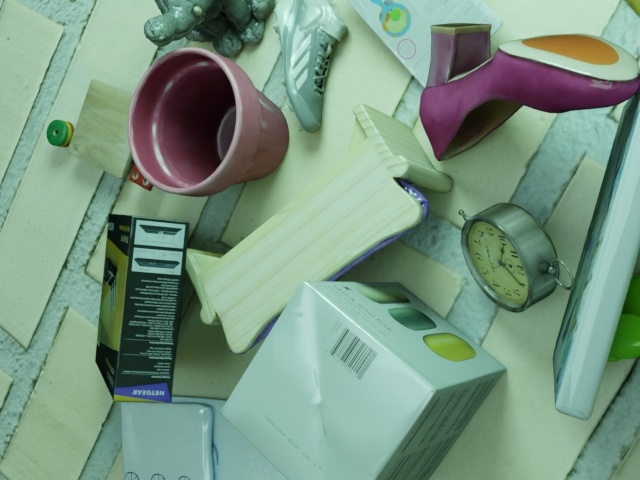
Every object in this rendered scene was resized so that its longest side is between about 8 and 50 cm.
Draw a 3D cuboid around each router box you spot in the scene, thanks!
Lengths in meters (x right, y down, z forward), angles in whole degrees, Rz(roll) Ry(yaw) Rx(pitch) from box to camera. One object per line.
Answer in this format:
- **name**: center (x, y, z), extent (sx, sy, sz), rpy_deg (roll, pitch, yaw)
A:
- **router box**: center (-0.267, 0.085, 1.228), extent (0.309, 0.081, 0.243), rpy_deg (-175, 91, -70)

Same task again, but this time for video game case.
- **video game case**: center (0.304, -0.001, 0.891), extent (0.036, 0.300, 0.329), rpy_deg (15, 95, 14)

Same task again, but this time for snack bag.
- **snack bag**: center (-0.166, 0.401, 1.282), extent (0.342, 0.037, 0.323), rpy_deg (-3, 86, 29)

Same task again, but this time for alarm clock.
- **alarm clock**: center (0.241, 0.023, 1.009), extent (0.192, 0.064, 0.129), rpy_deg (29, 141, 64)

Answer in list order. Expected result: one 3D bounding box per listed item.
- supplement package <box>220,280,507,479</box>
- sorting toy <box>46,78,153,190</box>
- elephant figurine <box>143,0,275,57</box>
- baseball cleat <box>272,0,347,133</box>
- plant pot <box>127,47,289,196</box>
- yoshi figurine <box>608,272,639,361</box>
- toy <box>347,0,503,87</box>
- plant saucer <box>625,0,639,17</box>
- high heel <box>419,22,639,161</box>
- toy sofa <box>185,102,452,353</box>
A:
- **supplement package**: center (0.062, 0.183, 1.035), extent (0.199, 0.262, 0.198), rpy_deg (38, 105, 25)
- **sorting toy**: center (-0.335, -0.180, 1.399), extent (0.274, 0.046, 0.132), rpy_deg (25, 100, 28)
- **elephant figurine**: center (-0.183, -0.368, 1.213), extent (0.186, 0.239, 0.169), rpy_deg (39, 106, 25)
- **baseball cleat**: center (-0.008, -0.262, 1.208), extent (0.109, 0.072, 0.206), rpy_deg (-15, 84, 21)
- **plant pot**: center (-0.146, -0.159, 1.216), extent (0.201, 0.180, 0.201), rpy_deg (-1, 87, 29)
- **yoshi figurine**: center (0.399, 0.129, 0.858), extent (0.203, 0.203, 0.362), rpy_deg (-18, 36, 21)
- **toy**: center (0.125, -0.331, 1.135), extent (0.237, 0.056, 0.137), rpy_deg (48, 124, 4)
- **plant saucer**: center (0.422, -0.473, 0.973), extent (0.332, 0.081, 0.333), rpy_deg (-41, 69, 22)
- **high heel**: center (0.227, -0.144, 0.958), extent (0.377, 0.127, 0.181), rpy_deg (-130, 35, -66)
- **toy sofa**: center (0.000, 0.000, 1.142), extent (0.362, 0.150, 0.177), rpy_deg (-38, 67, 22)
